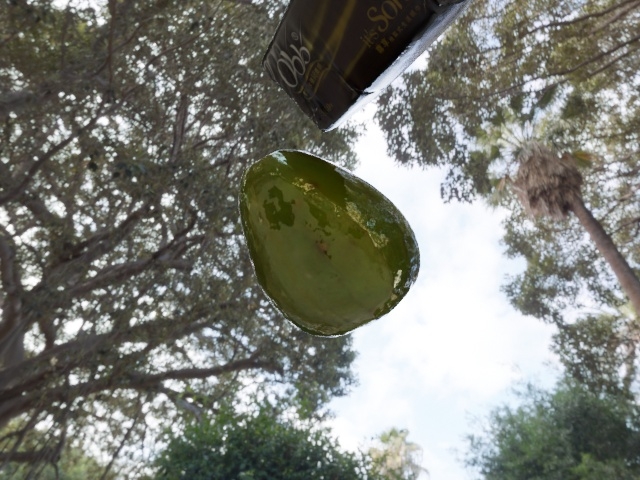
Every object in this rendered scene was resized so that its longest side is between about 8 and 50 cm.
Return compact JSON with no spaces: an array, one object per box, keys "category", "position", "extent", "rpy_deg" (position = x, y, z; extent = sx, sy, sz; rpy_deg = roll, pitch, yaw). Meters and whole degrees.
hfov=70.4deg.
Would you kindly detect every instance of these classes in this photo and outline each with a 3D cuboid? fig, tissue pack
[{"category":"fig","position":[0.000,0.000,0.732],"extent":[0.258,0.258,0.326],"rpy_deg":[-35,-77,36]},{"category":"tissue pack","position":[0.077,-0.345,0.687],"extent":[0.198,0.210,0.370],"rpy_deg":[41,-25,-10]}]
